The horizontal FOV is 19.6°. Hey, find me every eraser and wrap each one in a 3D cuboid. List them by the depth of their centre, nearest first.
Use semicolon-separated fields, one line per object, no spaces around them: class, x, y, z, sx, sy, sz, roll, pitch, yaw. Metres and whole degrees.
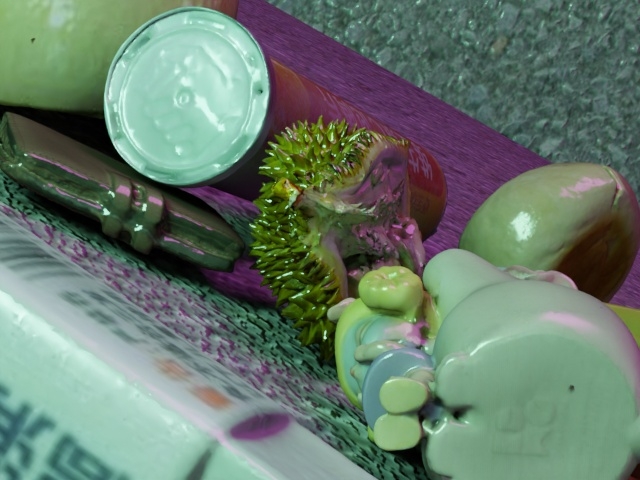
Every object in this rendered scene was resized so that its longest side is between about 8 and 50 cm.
eraser;-0.087;0.071;0.522;0.210;0.124;0.068;33;11;19

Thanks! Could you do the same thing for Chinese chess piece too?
Chinese chess piece;-0.183;-0.180;1.282;0.257;0.104;0.257;9;28;-5

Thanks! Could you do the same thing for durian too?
durian;0.000;0.000;1.078;0.102;0.146;0.208;-2;-10;15

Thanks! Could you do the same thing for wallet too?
wallet;-0.122;-0.026;1.109;0.152;0.039;0.118;27;6;-17

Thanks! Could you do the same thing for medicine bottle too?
medicine bottle;-0.012;-0.063;1.292;0.108;0.108;0.426;33;5;19

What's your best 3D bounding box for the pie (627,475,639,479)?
pie;0.209;0.182;0.994;0.195;0.046;0.195;28;13;-7

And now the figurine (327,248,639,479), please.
figurine;0.085;0.067;1.004;0.155;0.127;0.235;-8;12;-5

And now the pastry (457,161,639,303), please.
pastry;0.180;0.004;1.455;0.092;0.156;0.156;44;17;30

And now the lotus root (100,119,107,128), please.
lotus root;-0.132;-0.125;1.410;0.110;0.097;0.258;11;24;-13

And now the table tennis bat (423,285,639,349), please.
table tennis bat;0.145;0.051;1.238;0.198;0.050;0.321;15;1;-41

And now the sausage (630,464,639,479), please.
sausage;0.328;0.188;1.139;0.348;0.094;0.097;33;15;23
